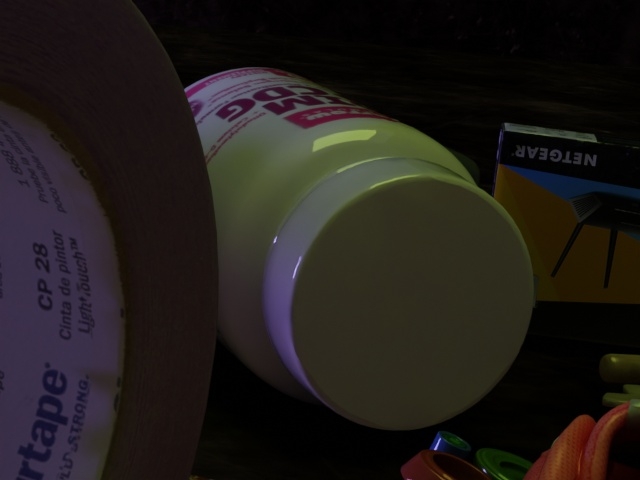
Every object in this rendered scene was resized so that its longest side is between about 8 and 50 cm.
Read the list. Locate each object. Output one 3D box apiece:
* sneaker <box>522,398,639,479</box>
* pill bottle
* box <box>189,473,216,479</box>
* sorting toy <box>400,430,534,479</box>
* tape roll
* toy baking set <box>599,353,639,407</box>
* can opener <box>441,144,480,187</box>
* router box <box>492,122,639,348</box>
[{"bbox_3d":[0.112,0.114,0.682,0.116,0.136,0.314,9,11,5],"label":"sneaker"},{"bbox_3d":[0.000,0.000,1.110,0.160,0.160,0.283,2,13,-21],"label":"pill bottle"},{"bbox_3d":[-0.125,0.113,0.802,0.207,0.036,0.114,12,13,23],"label":"box"},{"bbox_3d":[0.066,0.120,0.892,0.102,0.042,0.061,11,20,-48],"label":"sorting toy"},{"bbox_3d":[-0.144,0.041,0.545,0.090,0.275,0.275,13,13,32],"label":"tape roll"},{"bbox_3d":[0.250,0.080,1.095,0.256,0.030,0.197,5,0,-18],"label":"toy baking set"},{"bbox_3d":[-0.023,-0.043,1.474,0.283,0.095,0.076,9,11,9],"label":"can opener"},{"bbox_3d":[0.198,0.000,1.289,0.179,0.133,0.046,7,11,3],"label":"router box"}]
